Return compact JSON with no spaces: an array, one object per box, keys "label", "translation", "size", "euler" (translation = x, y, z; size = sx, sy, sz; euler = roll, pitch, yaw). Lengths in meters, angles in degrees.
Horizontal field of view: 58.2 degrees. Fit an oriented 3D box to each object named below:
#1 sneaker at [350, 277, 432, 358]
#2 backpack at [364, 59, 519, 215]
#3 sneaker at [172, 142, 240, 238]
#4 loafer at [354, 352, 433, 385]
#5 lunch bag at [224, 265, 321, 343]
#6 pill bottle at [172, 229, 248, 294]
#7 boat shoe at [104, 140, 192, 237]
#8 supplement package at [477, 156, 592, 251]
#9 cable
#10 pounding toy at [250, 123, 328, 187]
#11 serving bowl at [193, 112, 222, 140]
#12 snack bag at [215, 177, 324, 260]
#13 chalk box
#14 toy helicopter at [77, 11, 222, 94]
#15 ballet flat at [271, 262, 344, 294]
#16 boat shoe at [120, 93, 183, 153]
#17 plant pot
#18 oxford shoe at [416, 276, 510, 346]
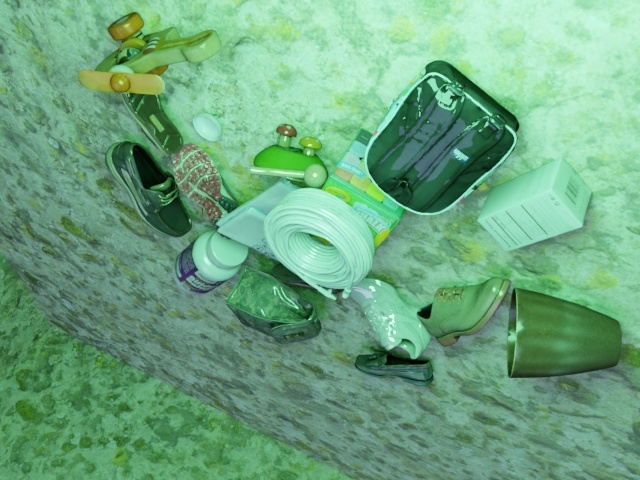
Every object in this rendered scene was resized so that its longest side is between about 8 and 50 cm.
[{"label":"sneaker","translation":[0.189,0.218,1.648],"size":[0.305,0.152,0.114],"euler":[34,147,0]},{"label":"backpack","translation":[0.214,-0.184,1.081],"size":[0.225,0.191,0.253],"euler":[36,120,-5]},{"label":"sneaker","translation":[-0.322,-0.140,1.650],"size":[0.299,0.120,0.112],"euler":[62,179,-21]},{"label":"loafer","translation":[0.243,0.405,1.906],"size":[0.267,0.096,0.084],"euler":[8,119,21]},{"label":"lunch bag","translation":[-0.135,0.233,1.871],"size":[0.286,0.169,0.235],"euler":[21,161,14]},{"label":"pill bottle","translation":[-0.354,0.065,1.864],"size":[0.169,0.169,0.301],"euler":[42,144,-13]},{"label":"boat shoe","translation":[-0.508,-0.149,1.758],"size":[0.130,0.132,0.355],"euler":[-5,132,42]},{"label":"supplement package","translation":[0.427,-0.068,1.155],"size":[0.105,0.105,0.179],"euler":[43,144,-15]},{"label":"cable","translation":[0.000,0.000,1.272],"size":[0.257,0.089,0.257],"euler":[33,144,-2]},{"label":"pounding toy","translation":[-0.060,-0.204,1.332],"size":[0.182,0.237,0.110],"euler":[13,105,-3]},{"label":"serving bowl","translation":[-0.289,-0.300,1.494],"size":[0.083,0.027,0.083],"euler":[20,143,16]},{"label":"snack bag","translation":[-0.071,-0.024,1.563],"size":[0.323,0.037,0.342],"euler":[29,145,-28]},{"label":"chalk box","translation":[0.104,-0.109,1.291],"size":[0.180,0.179,0.289],"euler":[31,145,1]},{"label":"toy helicopter","translation":[-0.367,-0.399,1.253],"size":[0.355,0.235,0.140],"euler":[4,136,34]},{"label":"ballet flat","translation":[-0.037,0.122,1.772],"size":[0.249,0.084,0.058],"euler":[9,138,21]},{"label":"boat shoe","translation":[-0.466,-0.344,1.526],"size":[0.095,0.095,0.258],"euler":[20,140,52]},{"label":"plant pot","translation":[0.567,0.226,1.346],"size":[0.230,0.215,0.215],"euler":[4,138,14]},{"label":"oxford shoe","translation":[0.357,0.172,1.491],"size":[0.130,0.123,0.348],"euler":[37,144,2]}]
